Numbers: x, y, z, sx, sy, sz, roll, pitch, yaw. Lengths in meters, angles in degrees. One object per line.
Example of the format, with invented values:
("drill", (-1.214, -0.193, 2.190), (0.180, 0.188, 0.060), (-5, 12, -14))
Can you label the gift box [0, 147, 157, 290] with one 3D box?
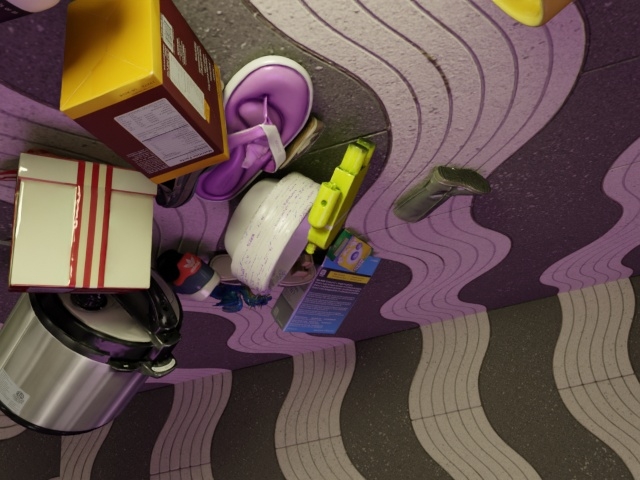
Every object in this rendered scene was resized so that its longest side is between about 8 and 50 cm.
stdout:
("gift box", (-0.478, -0.029, 0.913), (0.255, 0.258, 0.276), (7, 169, -39))

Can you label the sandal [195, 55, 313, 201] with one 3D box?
("sandal", (-0.134, -0.174, 0.916), (0.170, 0.102, 0.416), (4, 151, -30))

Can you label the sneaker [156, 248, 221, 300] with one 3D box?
("sneaker", (-0.441, 0.102, 1.382), (0.350, 0.131, 0.148), (-16, 123, 40))

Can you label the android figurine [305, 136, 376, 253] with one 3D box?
("android figurine", (0.038, -0.091, 1.033), (0.272, 0.056, 0.248), (-65, 173, 26))

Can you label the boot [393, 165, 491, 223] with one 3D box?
("boot", (0.328, -0.111, 1.285), (0.190, 0.076, 0.208), (13, 141, -16))

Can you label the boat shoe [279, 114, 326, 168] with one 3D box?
("boat shoe", (-0.042, -0.194, 0.971), (0.049, 0.056, 0.152), (12, 146, -32))

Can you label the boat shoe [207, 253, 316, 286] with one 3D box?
("boat shoe", (-0.185, 0.089, 1.470), (0.335, 0.112, 0.095), (4, 169, -18))

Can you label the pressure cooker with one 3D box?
("pressure cooker", (-0.549, 0.217, 1.158), (0.370, 0.375, 0.420), (28, 110, -30))

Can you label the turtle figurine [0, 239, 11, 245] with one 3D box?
("turtle figurine", (-0.848, 0.006, 0.999), (0.198, 0.274, 0.266), (10, 134, 5))

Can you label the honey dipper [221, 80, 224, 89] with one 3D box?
("honey dipper", (-0.216, -0.232, 0.851), (0.031, 0.030, 0.161), (5, 154, -32))

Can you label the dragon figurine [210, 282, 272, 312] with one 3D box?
("dragon figurine", (-0.308, 0.189, 1.565), (0.289, 0.144, 0.085), (-17, 154, 11))

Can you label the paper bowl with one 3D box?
("paper bowl", (-0.111, -0.028, 1.084), (0.148, 0.284, 0.284), (30, 153, 6))

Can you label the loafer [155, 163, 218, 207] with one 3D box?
("loafer", (-0.279, -0.139, 0.910), (0.084, 0.096, 0.268), (-14, 167, -43))

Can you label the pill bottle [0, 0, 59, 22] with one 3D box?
("pill bottle", (-0.388, -0.296, 0.455), (0.323, 0.181, 0.181), (-13, 155, 4))

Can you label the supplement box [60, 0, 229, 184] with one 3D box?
("supplement box", (-0.238, -0.220, 0.669), (0.129, 0.191, 0.194), (-17, 154, 11))

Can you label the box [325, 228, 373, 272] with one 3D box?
("box", (0.100, 0.040, 1.490), (0.105, 0.043, 0.179), (-54, 147, 5))

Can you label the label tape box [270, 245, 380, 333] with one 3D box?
("label tape box", (0.018, 0.159, 1.641), (0.249, 0.115, 0.347), (13, 113, -41))

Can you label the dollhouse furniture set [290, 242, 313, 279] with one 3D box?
("dollhouse furniture set", (0.000, 0.000, 1.275), (0.101, 0.160, 0.182), (9, 149, -38))

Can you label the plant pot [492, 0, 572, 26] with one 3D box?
("plant pot", (0.244, -0.396, 0.468), (0.239, 0.254, 0.254), (-39, 146, 20))
